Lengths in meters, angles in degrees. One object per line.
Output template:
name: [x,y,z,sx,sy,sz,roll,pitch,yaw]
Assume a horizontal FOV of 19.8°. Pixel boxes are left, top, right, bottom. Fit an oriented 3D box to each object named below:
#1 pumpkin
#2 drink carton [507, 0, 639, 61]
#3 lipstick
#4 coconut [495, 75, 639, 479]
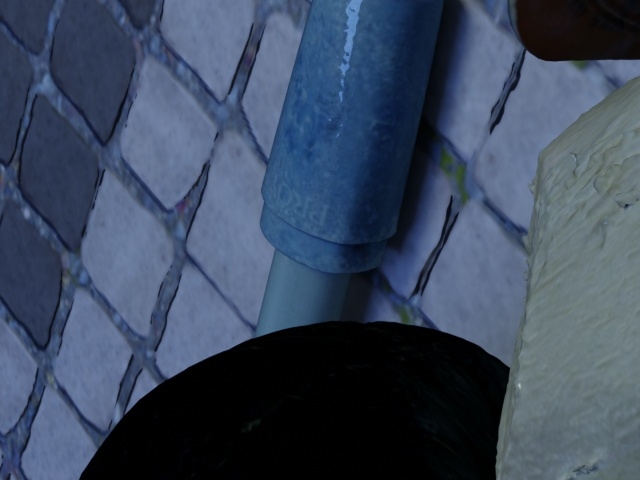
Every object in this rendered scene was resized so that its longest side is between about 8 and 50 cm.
pumpkin: [0.028,0.179,0.690,0.315,0.315,0.238,50,121,32]
drink carton: [0.119,-0.181,0.625,0.189,0.191,0.185,51,137,45]
lipstick: [0.000,0.000,0.883,0.068,0.061,0.274,36,123,38]
coconut: [0.169,0.043,0.539,0.247,0.245,0.245,-37,68,62]
